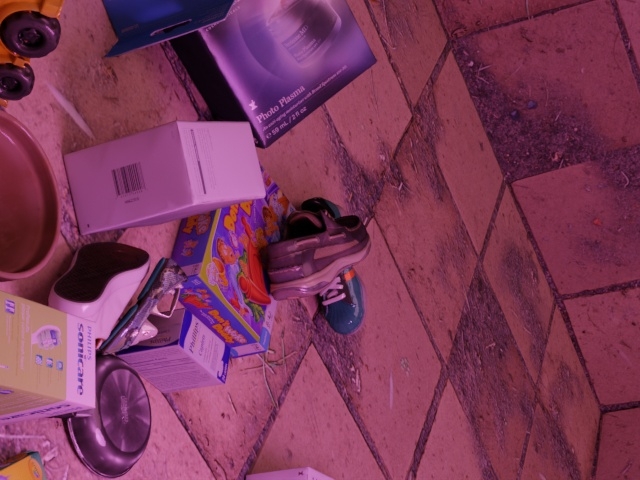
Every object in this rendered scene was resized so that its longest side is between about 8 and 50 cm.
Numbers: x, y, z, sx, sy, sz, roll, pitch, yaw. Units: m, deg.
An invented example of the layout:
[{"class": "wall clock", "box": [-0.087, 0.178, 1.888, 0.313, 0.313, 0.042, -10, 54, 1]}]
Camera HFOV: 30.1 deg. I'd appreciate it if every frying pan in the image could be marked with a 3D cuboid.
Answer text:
[{"class": "frying pan", "box": [-0.346, 0.229, 1.771, 0.326, 0.053, 0.197, 50, 35, -46]}]

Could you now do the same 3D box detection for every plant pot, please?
[{"class": "plant pot", "box": [-0.466, -0.053, 1.594, 0.237, 0.110, 0.237, 38, 45, -51]}]

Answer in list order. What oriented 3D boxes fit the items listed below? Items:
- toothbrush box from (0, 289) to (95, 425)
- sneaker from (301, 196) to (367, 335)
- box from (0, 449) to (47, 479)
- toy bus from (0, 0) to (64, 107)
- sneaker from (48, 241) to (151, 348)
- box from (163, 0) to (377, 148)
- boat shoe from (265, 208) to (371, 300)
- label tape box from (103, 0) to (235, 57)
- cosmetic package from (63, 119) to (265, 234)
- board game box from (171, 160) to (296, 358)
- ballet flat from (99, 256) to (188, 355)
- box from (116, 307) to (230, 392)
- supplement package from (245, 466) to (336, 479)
[{"class": "toothbrush box", "box": [-0.441, 0.142, 1.442, 0.283, 0.206, 0.122, 30, 51, -55]}, {"class": "sneaker", "box": [0.012, 0.051, 2.493, 0.121, 0.108, 0.302, 23, 50, -57]}, {"class": "box", "box": [-0.415, 0.351, 1.579, 0.179, 0.043, 0.105, -25, 100, -65]}, {"class": "toy bus", "box": [-0.476, -0.317, 1.652, 0.211, 0.220, 0.149, 17, 45, -26]}, {"class": "sneaker", "box": [-0.347, 0.089, 1.810, 0.290, 0.106, 0.123, -51, 159, -68]}, {"class": "box", "box": [-0.102, -0.381, 2.232, 0.296, 0.183, 0.294, -40, 120, -16]}, {"class": "boat shoe", "box": [0.000, 0.000, 2.280, 0.355, 0.132, 0.130, -43, 120, -64]}, {"class": "label tape box", "box": [-0.249, -0.484, 2.061, 0.115, 0.249, 0.347, 57, 32, -34]}, {"class": "cosmetic package", "box": [-0.247, -0.104, 1.915, 0.225, 0.224, 0.138, -8, 85, -64]}, {"class": "board game box", "box": [-0.159, 0.008, 2.199, 0.233, 0.078, 0.347, 52, 35, -39]}, {"class": "ballet flat", "box": [-0.267, 0.113, 1.841, 0.188, 0.070, 0.070, -57, 133, -21]}, {"class": "box", "box": [-0.235, 0.179, 1.915, 0.137, 0.126, 0.072, 49, 39, -44]}, {"class": "supplement package", "box": [-0.021, 0.512, 2.167, 0.244, 0.134, 0.139, 39, 44, -51]}]
